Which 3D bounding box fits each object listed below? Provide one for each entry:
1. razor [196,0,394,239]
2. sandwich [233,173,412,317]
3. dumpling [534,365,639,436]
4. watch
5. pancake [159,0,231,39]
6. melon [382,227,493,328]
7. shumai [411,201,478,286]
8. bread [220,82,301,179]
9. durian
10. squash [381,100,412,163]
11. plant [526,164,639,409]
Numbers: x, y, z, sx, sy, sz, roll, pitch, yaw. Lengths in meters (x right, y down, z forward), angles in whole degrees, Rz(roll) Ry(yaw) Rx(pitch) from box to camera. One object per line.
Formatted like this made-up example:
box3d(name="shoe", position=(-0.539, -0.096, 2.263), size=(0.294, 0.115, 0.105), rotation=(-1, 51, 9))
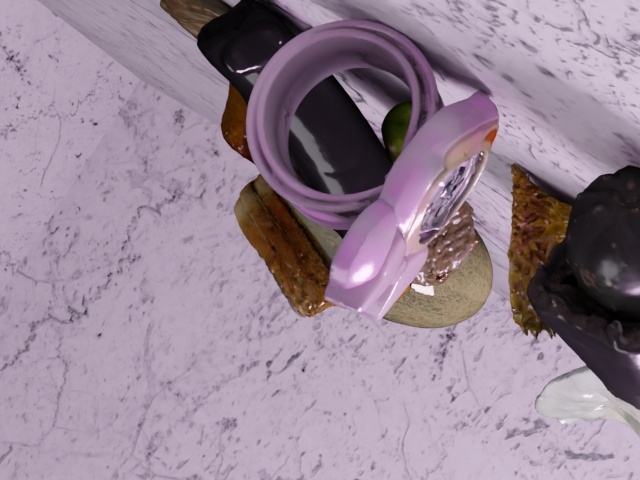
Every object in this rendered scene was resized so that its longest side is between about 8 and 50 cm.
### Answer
box3d(name="razor", position=(-0.010, -0.140, 1.414), size=(0.349, 0.113, 0.204), rotation=(53, -179, -22))
box3d(name="sandwich", position=(-0.001, 0.001, 1.865), size=(0.249, 0.095, 0.273), rotation=(55, -157, 19))
box3d(name="dumpling", position=(0.417, 0.151, 1.397), size=(0.270, 0.211, 0.320), rotation=(5, 143, 35))
box3d(name="watch", position=(0.032, -0.078, 1.150), size=(0.218, 0.248, 0.211), rotation=(35, 180, 17))
box3d(name="pancake", position=(-0.133, -0.290, 1.649), size=(0.222, 0.042, 0.236), rotation=(31, 176, 28))
box3d(name="melon", position=(0.154, 0.028, 2.100), size=(0.329, 0.248, 0.248), rotation=(30, 179, -12))
box3d(name="shumai", position=(0.168, -0.026, 1.896), size=(0.206, 0.166, 0.175), rotation=(56, -167, 14))
box3d(name="bread", position=(-0.029, -0.163, 1.821), size=(0.247, 0.135, 0.232), rotation=(31, -168, 20))
box3d(name="durian", position=(0.299, 0.043, 1.451), size=(0.154, 0.186, 0.261), rotation=(39, -165, 32))
box3d(name="squash", position=(0.108, -0.127, 1.423), size=(0.069, 0.069, 0.258), rotation=(33, 178, 4))
box3d(name="plant", position=(0.283, 0.042, 1.050), size=(0.142, 0.164, 0.256), rotation=(34, 155, 40))
